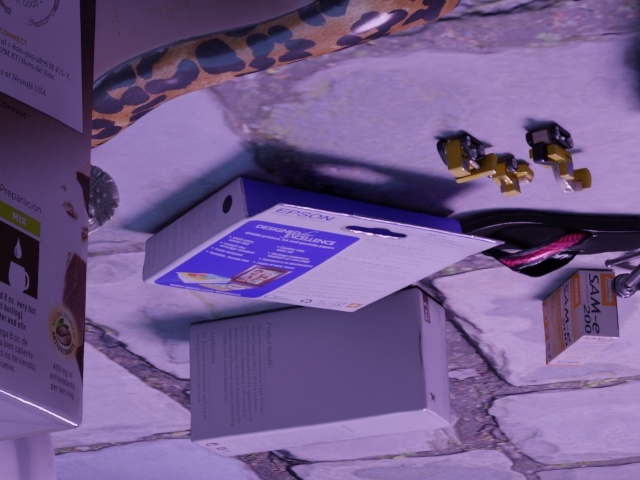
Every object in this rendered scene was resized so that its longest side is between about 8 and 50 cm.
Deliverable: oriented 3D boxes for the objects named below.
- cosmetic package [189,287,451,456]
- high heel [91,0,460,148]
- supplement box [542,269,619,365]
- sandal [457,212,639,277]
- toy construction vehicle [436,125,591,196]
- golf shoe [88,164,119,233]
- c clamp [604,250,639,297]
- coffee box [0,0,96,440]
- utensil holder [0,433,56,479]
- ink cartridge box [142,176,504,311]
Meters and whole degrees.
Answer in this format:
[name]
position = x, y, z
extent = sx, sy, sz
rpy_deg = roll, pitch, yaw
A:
[cosmetic package]
position = -0.002, 0.123, 1.725
extent = 0.231, 0.117, 0.085
rpy_deg = -8, 161, 20
[high heel]
position = -0.047, -0.102, 1.077
extent = 0.186, 0.093, 0.261
rpy_deg = 12, 148, -21
[supplement box]
position = 0.230, 0.070, 1.685
extent = 0.036, 0.062, 0.098
rpy_deg = 3, 160, -13
[sandal]
position = 0.185, 0.006, 1.522
extent = 0.179, 0.040, 0.067
rpy_deg = 0, 162, -9
[toy construction vehicle]
position = 0.141, -0.050, 1.358
extent = 0.086, 0.035, 0.098
rpy_deg = -12, 159, 26
[golf shoe]
position = -0.223, -0.028, 1.357
extent = 0.176, 0.069, 0.086
rpy_deg = -4, -178, 11
[c clamp]
position = 0.288, 0.019, 1.592
extent = 0.137, 0.022, 0.161
rpy_deg = -14, 165, -6
[coffee box]
position = -0.203, -0.057, 0.880
extent = 0.168, 0.297, 0.119
rpy_deg = -11, 156, 26
[utensil holder]
position = -0.456, 0.199, 1.490
extent = 0.327, 0.328, 0.385
rpy_deg = -16, 164, 33
[ink cartridge box]
position = 0.000, 0.000, 1.469
extent = 0.206, 0.045, 0.208
rpy_deg = 10, 159, -32
